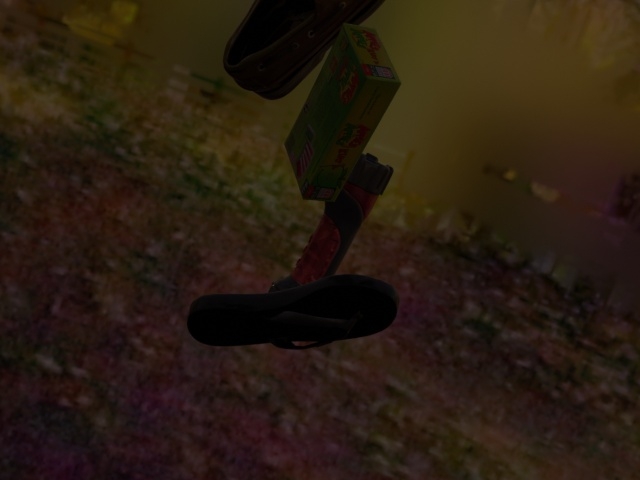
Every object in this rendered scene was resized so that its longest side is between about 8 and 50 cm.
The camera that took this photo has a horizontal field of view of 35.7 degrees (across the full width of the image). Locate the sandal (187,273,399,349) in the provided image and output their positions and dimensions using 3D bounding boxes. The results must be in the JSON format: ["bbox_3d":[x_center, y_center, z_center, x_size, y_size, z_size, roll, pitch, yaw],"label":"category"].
[{"bbox_3d":[-0.031,0.099,1.165,0.254,0.097,0.054,-9,44,11],"label":"sandal"}]

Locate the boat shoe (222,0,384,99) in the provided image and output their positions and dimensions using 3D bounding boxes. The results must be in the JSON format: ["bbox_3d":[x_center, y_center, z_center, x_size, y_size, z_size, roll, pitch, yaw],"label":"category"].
[{"bbox_3d":[-0.002,-0.310,1.235,0.110,0.307,0.104,40,9,25],"label":"boat shoe"}]

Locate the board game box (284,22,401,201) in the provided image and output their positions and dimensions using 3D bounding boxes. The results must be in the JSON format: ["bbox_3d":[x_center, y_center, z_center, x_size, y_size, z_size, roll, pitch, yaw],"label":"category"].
[{"bbox_3d":[0.020,-0.138,1.102,0.043,0.181,0.092,3,47,-27],"label":"board game box"}]

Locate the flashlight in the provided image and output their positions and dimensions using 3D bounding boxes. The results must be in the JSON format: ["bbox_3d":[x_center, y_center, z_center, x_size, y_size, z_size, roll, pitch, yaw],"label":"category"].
[{"bbox_3d":[0.000,0.000,1.529,0.103,0.304,0.103,31,9,8],"label":"flashlight"}]
